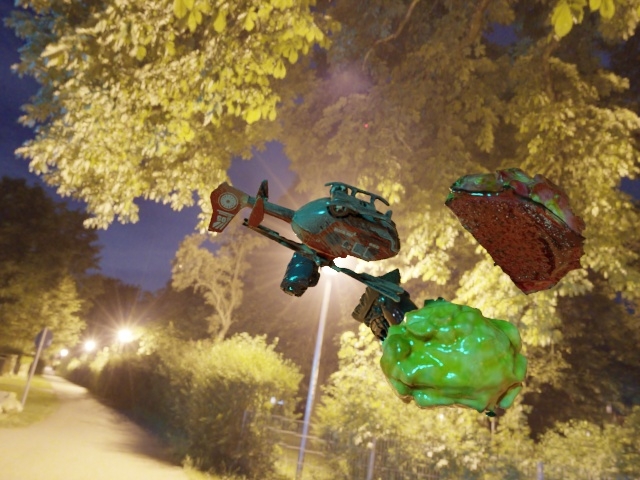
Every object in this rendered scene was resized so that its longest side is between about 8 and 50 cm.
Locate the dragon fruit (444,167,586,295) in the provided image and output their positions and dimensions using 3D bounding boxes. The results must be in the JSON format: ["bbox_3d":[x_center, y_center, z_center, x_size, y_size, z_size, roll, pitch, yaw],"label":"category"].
[{"bbox_3d":[0.327,-0.041,0.835,0.261,0.189,0.163,40,-63,-22],"label":"dragon fruit"}]

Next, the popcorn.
[{"bbox_3d":[0.269,0.247,1.028,0.286,0.215,0.252,0,-47,20],"label":"popcorn"}]

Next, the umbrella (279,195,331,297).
[{"bbox_3d":[-0.003,0.002,0.982,0.070,0.248,0.071,19,-34,13],"label":"umbrella"}]

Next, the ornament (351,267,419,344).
[{"bbox_3d":[0.197,0.238,1.320,0.106,0.260,0.251,-15,-29,-21],"label":"ornament"}]

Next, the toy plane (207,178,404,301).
[{"bbox_3d":[-0.002,-0.009,0.334,0.145,0.037,0.060,18,-64,-8],"label":"toy plane"}]
